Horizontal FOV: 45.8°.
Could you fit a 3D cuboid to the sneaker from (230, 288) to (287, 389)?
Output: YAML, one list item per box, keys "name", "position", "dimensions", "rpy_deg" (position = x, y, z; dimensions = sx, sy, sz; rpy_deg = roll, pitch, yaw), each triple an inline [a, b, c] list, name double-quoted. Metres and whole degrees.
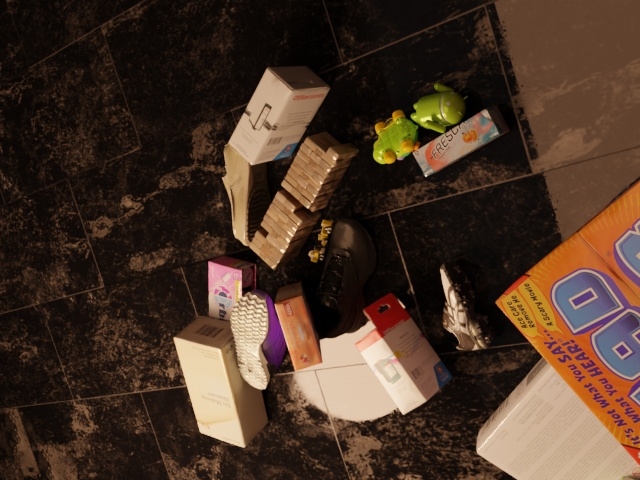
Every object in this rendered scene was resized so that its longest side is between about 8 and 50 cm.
- name: "sneaker"
  position: [-0.131, 0.210, 1.823]
  dimensions: [0.102, 0.146, 0.293]
  rpy_deg: [24, 133, 24]

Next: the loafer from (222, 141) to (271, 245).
- name: "loafer"
  position: [-0.179, -0.122, 1.799]
  dimensions: [0.092, 0.102, 0.268]
  rpy_deg: [6, 98, 34]

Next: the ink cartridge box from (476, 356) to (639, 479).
- name: "ink cartridge box"
  position: [0.552, 0.404, 1.493]
  dimensions: [0.385, 0.091, 0.308]
  rpy_deg: [32, 120, 3]

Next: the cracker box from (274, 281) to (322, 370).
- name: "cracker box"
  position: [-0.050, 0.189, 1.723]
  dimensions: [0.067, 0.232, 0.155]
  rpy_deg: [-17, 95, -1]

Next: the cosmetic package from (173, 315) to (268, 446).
- name: "cosmetic package"
  position: [-0.251, 0.359, 1.936]
  dimensions: [0.160, 0.113, 0.309]
  rpy_deg: [7, 120, 32]

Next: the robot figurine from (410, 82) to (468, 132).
- name: "robot figurine"
  position: [0.236, -0.257, 1.490]
  dimensions: [0.115, 0.067, 0.101]
  rpy_deg: [-3, 60, 44]

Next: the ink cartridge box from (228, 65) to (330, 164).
- name: "ink cartridge box"
  position: [-0.089, -0.276, 1.657]
  dimensions: [0.086, 0.148, 0.203]
  rpy_deg: [44, 122, 18]

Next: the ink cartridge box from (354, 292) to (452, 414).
- name: "ink cartridge box"
  position: [0.168, 0.242, 1.647]
  dimensions: [0.078, 0.134, 0.231]
  rpy_deg: [-41, 79, 35]

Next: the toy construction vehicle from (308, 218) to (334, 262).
- name: "toy construction vehicle"
  position: [0.000, 0.000, 1.703]
  dimensions: [0.035, 0.098, 0.086]
  rpy_deg: [16, 72, -1]

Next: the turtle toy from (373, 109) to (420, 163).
- name: "turtle toy"
  position: [0.155, -0.203, 1.565]
  dimensions: [0.130, 0.066, 0.095]
  rpy_deg: [-30, 63, 39]

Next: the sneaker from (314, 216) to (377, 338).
- name: "sneaker"
  position: [0.048, 0.091, 1.687]
  dimensions: [0.109, 0.130, 0.286]
  rpy_deg: [12, 109, 33]

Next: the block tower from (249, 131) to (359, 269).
- name: "block tower"
  position: [-0.043, -0.093, 1.716]
  dimensions: [0.097, 0.091, 0.335]
  rpy_deg: [42, 122, 16]

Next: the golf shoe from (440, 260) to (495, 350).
- name: "golf shoe"
  position: [0.281, 0.142, 1.578]
  dimensions: [0.094, 0.077, 0.198]
  rpy_deg: [-25, 88, 36]

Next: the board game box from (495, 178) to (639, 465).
- name: "board game box"
  position: [0.574, 0.078, 1.189]
  dimensions: [0.356, 0.356, 0.356]
  rpy_deg: [50, 125, 12]

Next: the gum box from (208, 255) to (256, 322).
- name: "gum box"
  position: [-0.224, 0.144, 1.924]
  dimensions: [0.107, 0.062, 0.188]
  rpy_deg: [13, 111, 31]

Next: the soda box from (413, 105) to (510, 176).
- name: "soda box"
  position: [0.275, -0.194, 1.490]
  dimensions: [0.183, 0.063, 0.058]
  rpy_deg: [-30, 87, 36]

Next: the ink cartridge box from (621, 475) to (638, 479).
- name: "ink cartridge box"
  position: [0.638, 0.648, 1.441]
  dimensions: [0.207, 0.119, 0.353]
  rpy_deg: [13, 117, 24]
